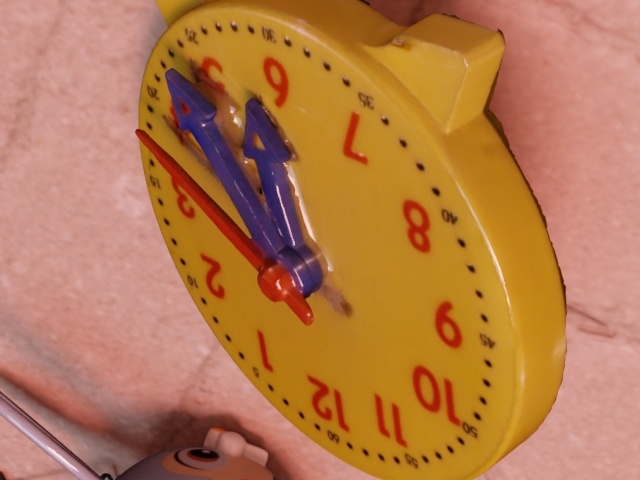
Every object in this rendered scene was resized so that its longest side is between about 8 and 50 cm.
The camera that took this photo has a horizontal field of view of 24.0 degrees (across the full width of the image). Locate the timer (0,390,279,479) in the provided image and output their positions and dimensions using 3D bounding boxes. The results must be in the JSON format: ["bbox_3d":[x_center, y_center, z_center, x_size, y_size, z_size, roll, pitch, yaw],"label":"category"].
[{"bbox_3d":[-0.105,0.171,0.992,0.175,0.175,0.255,-28,89,35],"label":"timer"}]

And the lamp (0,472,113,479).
[{"bbox_3d":[-0.202,0.188,1.098,0.121,0.041,0.054,0,120,24],"label":"lamp"}]

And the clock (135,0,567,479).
[{"bbox_3d":[-0.003,0.003,0.764,0.277,0.071,0.293,19,133,45],"label":"clock"}]
